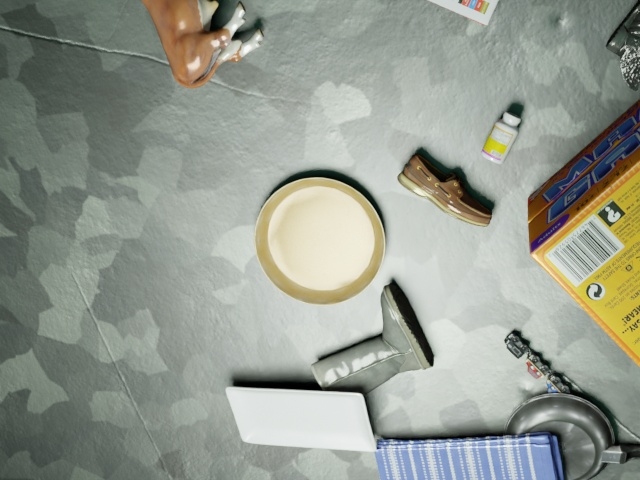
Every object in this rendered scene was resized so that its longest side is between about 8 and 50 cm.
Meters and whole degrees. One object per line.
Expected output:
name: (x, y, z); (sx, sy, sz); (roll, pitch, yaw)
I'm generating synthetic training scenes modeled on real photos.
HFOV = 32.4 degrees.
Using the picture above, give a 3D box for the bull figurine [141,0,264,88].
bull figurine: (-0.231, -0.418, 1.856); (0.188, 0.101, 0.310); (-20, 100, 13)

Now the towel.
towel: (0.280, 0.459, 2.016); (0.336, 0.040, 0.243); (-6, 112, 21)

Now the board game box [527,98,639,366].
board game box: (0.570, -0.016, 1.690); (0.356, 0.356, 0.356); (45, 108, -4)

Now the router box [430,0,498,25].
router box: (0.200, -0.556, 1.751); (0.301, 0.082, 0.335); (25, 108, 3)

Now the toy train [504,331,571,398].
toy train: (0.385, 0.226, 1.963); (0.158, 0.027, 0.036); (45, 110, -4)

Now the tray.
tray: (-0.034, 0.320, 2.029); (0.270, 0.030, 0.145); (0, 126, 21)

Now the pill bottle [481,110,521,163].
pill bottle: (0.306, -0.174, 1.858); (0.043, 0.043, 0.083); (26, 108, 2)

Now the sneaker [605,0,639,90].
sneaker: (0.527, -0.332, 1.773); (0.089, 0.051, 0.170); (35, 113, -1)

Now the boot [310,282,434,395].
boot: (0.079, 0.193, 1.993); (0.208, 0.076, 0.190); (-20, 100, 21)

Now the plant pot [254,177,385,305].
plant pot: (0.000, 0.000, 1.968); (0.236, 0.032, 0.236); (3, 106, 10)

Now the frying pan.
frying pan: (0.484, 0.395, 1.980); (0.326, 0.053, 0.197); (27, 116, 1)

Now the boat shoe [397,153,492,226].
boat shoe: (0.220, -0.085, 1.887); (0.178, 0.064, 0.060); (31, 110, 3)
